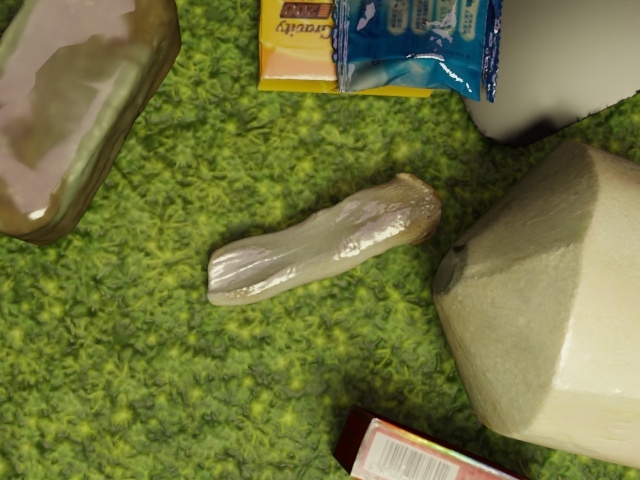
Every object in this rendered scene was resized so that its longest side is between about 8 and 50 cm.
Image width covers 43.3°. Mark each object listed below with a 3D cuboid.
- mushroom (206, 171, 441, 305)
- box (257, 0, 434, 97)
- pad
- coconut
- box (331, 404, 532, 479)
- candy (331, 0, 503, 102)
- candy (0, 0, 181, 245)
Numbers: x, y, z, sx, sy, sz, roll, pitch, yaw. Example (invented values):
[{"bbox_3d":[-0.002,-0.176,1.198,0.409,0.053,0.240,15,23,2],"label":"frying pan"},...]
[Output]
[{"bbox_3d":[0.001,0.003,0.657,0.202,0.054,0.059,-23,81,-3],"label":"mushroom"},{"bbox_3d":[0.023,-0.260,0.689,0.152,0.043,0.269,0,83,-6],"label":"box"},{"bbox_3d":[0.196,-0.297,0.631,0.315,0.063,0.375,-24,101,18],"label":"pad"},{"bbox_3d":[0.192,0.045,0.588,0.241,0.241,0.241,1,83,-6],"label":"coconut"},{"bbox_3d":[0.102,0.182,0.611,0.175,0.112,0.048,24,81,-4],"label":"box"},{"bbox_3d":[0.074,-0.157,0.640,0.136,0.038,0.088,4,95,4],"label":"candy"},{"bbox_3d":[-0.194,-0.110,0.617,0.102,0.104,0.234,29,82,-1],"label":"candy"}]
